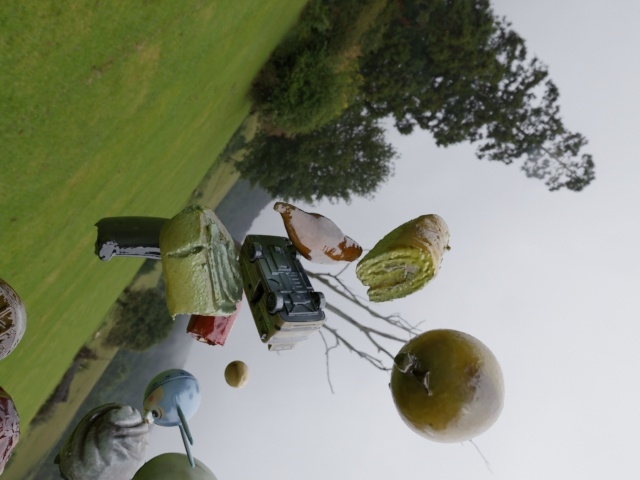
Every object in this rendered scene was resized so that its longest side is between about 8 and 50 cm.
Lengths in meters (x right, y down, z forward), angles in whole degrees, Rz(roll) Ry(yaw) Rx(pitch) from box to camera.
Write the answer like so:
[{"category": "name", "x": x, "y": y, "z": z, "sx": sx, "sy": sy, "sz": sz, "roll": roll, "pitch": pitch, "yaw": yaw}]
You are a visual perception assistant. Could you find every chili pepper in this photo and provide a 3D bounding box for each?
[{"category": "chili pepper", "x": -0.318, "y": 0.178, "z": 1.403, "sx": 0.135, "sy": 0.131, "sz": 0.338, "roll": -8, "pitch": -133, "yaw": 40}]

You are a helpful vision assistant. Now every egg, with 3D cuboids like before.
[{"category": "egg", "x": -0.261, "y": 0.423, "z": 1.315, "sx": 0.080, "sy": 0.080, "sz": 0.096, "roll": -61, "pitch": -154, "yaw": -5}]

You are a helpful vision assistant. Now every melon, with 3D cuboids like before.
[{"category": "melon", "x": -0.444, "y": 0.785, "z": 1.260, "sx": 0.272, "sy": 0.307, "sz": 0.271, "roll": -25, "pitch": -162, "yaw": 8}]

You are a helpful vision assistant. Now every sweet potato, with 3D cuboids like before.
[{"category": "sweet potato", "x": -0.003, "y": 0.000, "z": 1.006, "sx": 0.112, "sy": 0.359, "sz": 0.112, "roll": -16, "pitch": -121, "yaw": 28}]

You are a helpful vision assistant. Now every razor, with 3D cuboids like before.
[{"category": "razor", "x": -0.548, "y": -0.004, "z": 1.372, "sx": 0.204, "sy": 0.349, "sz": 0.113, "roll": 51, "pitch": -52, "yaw": 52}]

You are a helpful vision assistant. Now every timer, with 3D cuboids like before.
[{"category": "timer", "x": -0.417, "y": 0.480, "z": 1.161, "sx": 0.175, "sy": 0.175, "sz": 0.255, "roll": -52, "pitch": -151, "yaw": 26}]

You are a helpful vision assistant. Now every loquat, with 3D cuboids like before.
[{"category": "loquat", "x": 0.345, "y": 0.411, "z": 1.221, "sx": 0.328, "sy": 0.360, "sz": 0.328, "roll": -40, "pitch": -147, "yaw": 33}]

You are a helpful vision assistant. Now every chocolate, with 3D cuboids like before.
[{"category": "chocolate", "x": -0.746, "y": 0.704, "z": 1.491, "sx": 0.303, "sy": 0.303, "sz": 0.212, "roll": -126, "pitch": -122, "yaw": -73}]

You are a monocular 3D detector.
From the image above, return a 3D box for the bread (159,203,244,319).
[{"category": "bread", "x": -0.264, "y": 0.054, "z": 0.923, "sx": 0.186, "sy": 0.124, "sz": 0.256, "roll": -67, "pitch": 148, "yaw": -69}]

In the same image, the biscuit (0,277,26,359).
[{"category": "biscuit", "x": -1.020, "y": 0.226, "z": 1.176, "sx": 0.332, "sy": 0.332, "sz": 0.103, "roll": -59, "pitch": -162, "yaw": 3}]

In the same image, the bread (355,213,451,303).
[{"category": "bread", "x": 0.276, "y": 0.043, "z": 1.292, "sx": 0.237, "sy": 0.165, "sz": 0.375, "roll": -25, "pitch": -175, "yaw": 26}]

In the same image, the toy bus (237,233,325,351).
[{"category": "toy bus", "x": -0.108, "y": 0.122, "z": 1.028, "sx": 0.157, "sy": 0.140, "sz": 0.289, "roll": -61, "pitch": -138, "yaw": 33}]

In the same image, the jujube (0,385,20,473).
[{"category": "jujube", "x": -0.740, "y": 0.407, "z": 0.726, "sx": 0.376, "sy": 0.276, "sz": 0.276, "roll": -52, "pitch": -168, "yaw": -24}]
